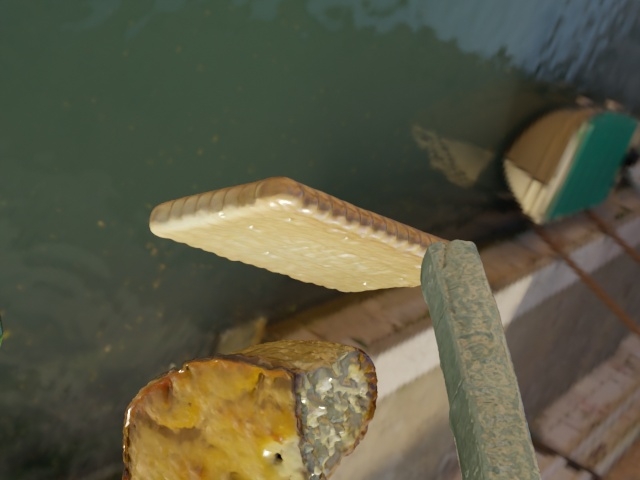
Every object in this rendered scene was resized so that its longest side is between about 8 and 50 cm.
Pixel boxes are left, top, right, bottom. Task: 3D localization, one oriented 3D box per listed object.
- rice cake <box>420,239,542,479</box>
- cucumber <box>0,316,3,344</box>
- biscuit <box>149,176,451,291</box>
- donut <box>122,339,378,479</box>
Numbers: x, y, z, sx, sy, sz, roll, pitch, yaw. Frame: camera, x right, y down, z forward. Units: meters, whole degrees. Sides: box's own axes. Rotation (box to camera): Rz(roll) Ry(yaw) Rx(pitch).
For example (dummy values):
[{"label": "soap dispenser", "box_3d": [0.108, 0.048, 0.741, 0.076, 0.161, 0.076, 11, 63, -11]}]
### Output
[{"label": "rice cake", "box_3d": [0.092, 0.092, 0.682, 0.245, 0.042, 0.045, -95, -168, -48]}, {"label": "cucumber", "box_3d": [-0.356, -0.019, 1.036, 0.056, 0.056, 0.284, -43, 115, -38]}, {"label": "biscuit", "box_3d": [0.000, -0.001, 0.978, 0.250, 0.160, 0.030, 19, 69, -43]}, {"label": "donut", "box_3d": [-0.030, 0.138, 0.660, 0.085, 0.141, 0.217, -32, 130, -49]}]
